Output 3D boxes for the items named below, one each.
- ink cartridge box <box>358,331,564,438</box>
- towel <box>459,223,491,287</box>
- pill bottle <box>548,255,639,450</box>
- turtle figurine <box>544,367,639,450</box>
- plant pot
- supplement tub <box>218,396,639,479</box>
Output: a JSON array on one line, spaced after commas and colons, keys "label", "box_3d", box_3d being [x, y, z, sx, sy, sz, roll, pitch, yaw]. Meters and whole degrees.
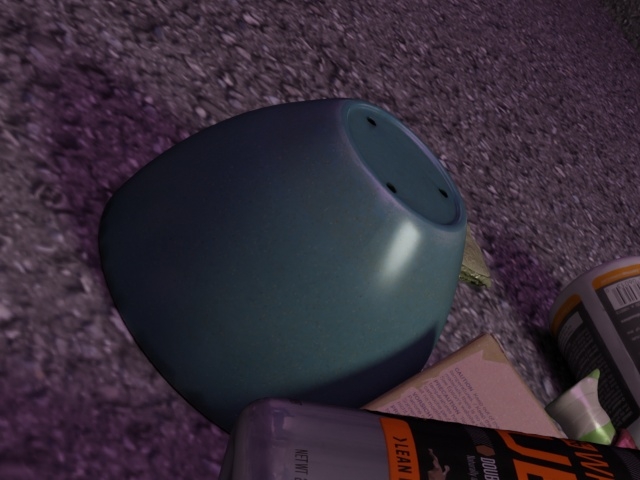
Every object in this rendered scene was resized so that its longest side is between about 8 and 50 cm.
[{"label": "ink cartridge box", "box_3d": [0.103, 0.212, 0.817, 0.193, 0.088, 0.234, -25, 72, -31]}, {"label": "towel", "box_3d": [0.136, -0.005, 1.328, 0.148, 0.027, 0.110, 22, 35, -42]}, {"label": "pill bottle", "box_3d": [0.380, 0.166, 1.309, 0.162, 0.162, 0.278, 22, 36, -42]}, {"label": "turtle figurine", "box_3d": [0.318, 0.244, 1.076, 0.266, 0.275, 0.198, 51, -8, 16]}, {"label": "plant pot", "box_3d": [0.000, 0.000, 0.926, 0.290, 0.195, 0.290, 35, 29, -22]}, {"label": "supplement tub", "box_3d": [0.105, 0.209, 0.640, 0.338, 0.207, 0.207, 9, 35, -7]}]
